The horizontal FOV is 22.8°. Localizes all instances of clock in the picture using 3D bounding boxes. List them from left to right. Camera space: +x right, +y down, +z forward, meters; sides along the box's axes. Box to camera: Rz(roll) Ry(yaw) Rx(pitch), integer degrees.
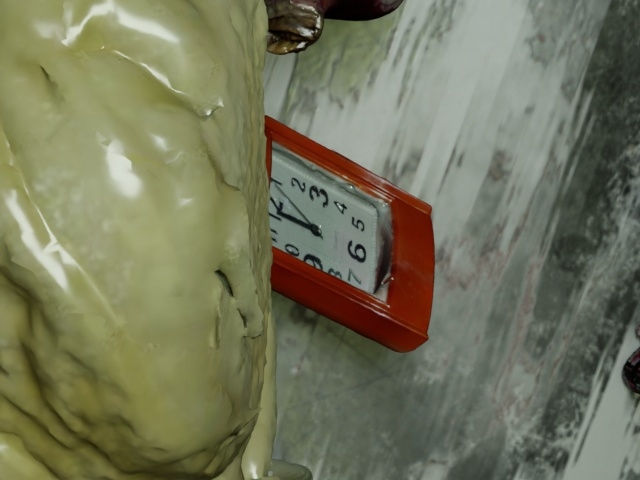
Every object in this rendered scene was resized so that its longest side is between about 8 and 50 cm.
[{"bbox_3d":[0.000,0.000,1.044,0.155,0.061,0.113,29,48,-30],"label":"clock"}]

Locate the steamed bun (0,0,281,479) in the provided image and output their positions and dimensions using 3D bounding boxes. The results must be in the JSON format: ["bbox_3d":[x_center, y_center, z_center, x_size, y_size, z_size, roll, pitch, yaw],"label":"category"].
[{"bbox_3d":[-0.133,-0.002,0.814,0.230,0.324,0.372,0,138,4],"label":"steamed bun"}]

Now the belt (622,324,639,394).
[{"bbox_3d":[0.335,0.045,1.266,0.232,0.053,0.071,-33,124,-19],"label":"belt"}]

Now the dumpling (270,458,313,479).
[{"bbox_3d":[-0.064,0.220,1.054,0.176,0.092,0.150,-19,113,-26],"label":"dumpling"}]

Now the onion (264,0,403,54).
[{"bbox_3d":[-0.015,-0.195,0.923,0.140,0.195,0.218,15,61,6],"label":"onion"}]
